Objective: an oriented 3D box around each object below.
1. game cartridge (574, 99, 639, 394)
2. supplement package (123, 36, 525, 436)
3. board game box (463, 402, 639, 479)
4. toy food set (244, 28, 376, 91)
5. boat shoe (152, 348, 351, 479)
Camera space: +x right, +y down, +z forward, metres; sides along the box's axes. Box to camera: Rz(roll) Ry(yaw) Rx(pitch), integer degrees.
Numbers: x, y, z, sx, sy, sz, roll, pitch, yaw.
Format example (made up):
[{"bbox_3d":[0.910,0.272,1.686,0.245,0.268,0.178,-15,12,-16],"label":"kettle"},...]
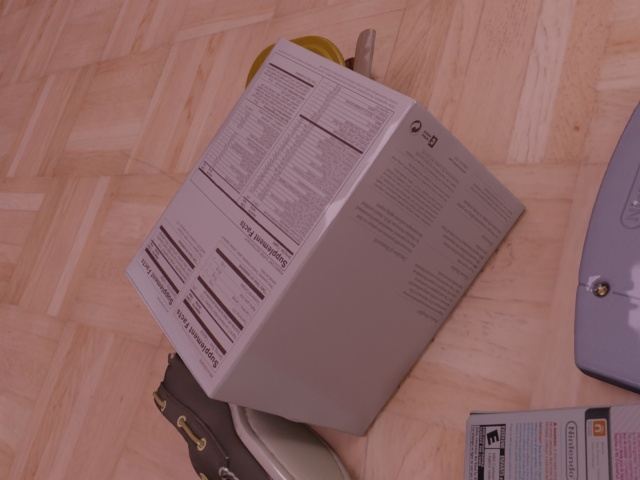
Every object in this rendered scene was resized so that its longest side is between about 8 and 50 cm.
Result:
[{"bbox_3d":[0.299,-0.023,0.453,0.198,0.062,0.297,16,80,49],"label":"game cartridge"},{"bbox_3d":[0.000,0.000,0.597,0.263,0.199,0.198,-55,45,5],"label":"supplement package"},{"bbox_3d":[0.205,0.196,0.326,0.303,0.097,0.224,-27,51,56],"label":"board game box"},{"bbox_3d":[0.001,-0.175,0.788,0.218,0.071,0.128,7,98,45],"label":"toy food set"},{"bbox_3d":[-0.078,0.194,0.636,0.305,0.109,0.091,32,92,51],"label":"boat shoe"}]
